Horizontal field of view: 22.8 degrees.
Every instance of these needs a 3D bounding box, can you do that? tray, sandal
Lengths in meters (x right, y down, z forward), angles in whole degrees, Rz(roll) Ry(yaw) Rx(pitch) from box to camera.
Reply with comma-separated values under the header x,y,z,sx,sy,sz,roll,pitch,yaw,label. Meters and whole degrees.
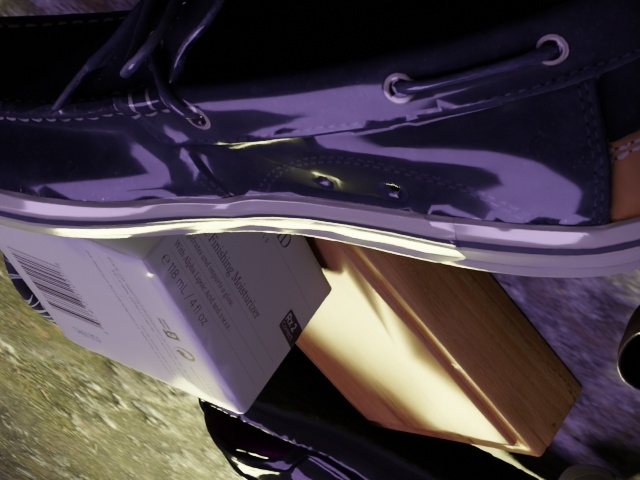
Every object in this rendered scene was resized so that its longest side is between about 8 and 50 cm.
x,y,z,sx,sy,sz,roll,pitch,yaw,label
0.000,0.000,1.169,0.203,0.076,0.411,2,139,53,tray
0.012,0.189,1.382,0.446,0.107,0.167,28,-165,16,sandal

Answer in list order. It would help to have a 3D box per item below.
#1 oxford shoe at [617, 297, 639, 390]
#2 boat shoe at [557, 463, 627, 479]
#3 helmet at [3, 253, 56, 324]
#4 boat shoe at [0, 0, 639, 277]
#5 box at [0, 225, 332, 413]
x,y,z,sx,sy,sz,roll,pitch,yaw,label
0.245,0.049,0.896,0.083,0.096,0.227,39,155,-4,oxford shoe
0.306,0.278,1.276,0.302,0.109,0.094,44,-167,-22,boat shoe
-0.185,-0.004,1.324,0.161,0.169,0.169,-23,120,44,helmet
-0.038,-0.093,0.846,0.500,0.187,0.156,7,125,27,boat shoe
-0.117,0.000,1.085,0.182,0.119,0.181,18,151,34,box
